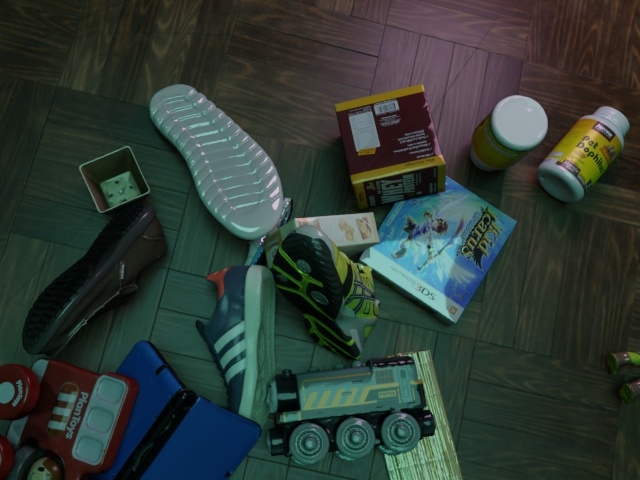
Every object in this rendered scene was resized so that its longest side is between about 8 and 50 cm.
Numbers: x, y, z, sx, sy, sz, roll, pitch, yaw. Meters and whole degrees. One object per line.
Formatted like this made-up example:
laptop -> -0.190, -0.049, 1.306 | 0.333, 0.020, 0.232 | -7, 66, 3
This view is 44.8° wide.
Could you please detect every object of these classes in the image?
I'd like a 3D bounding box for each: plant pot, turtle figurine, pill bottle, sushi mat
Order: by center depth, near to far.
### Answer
sushi mat -> 0.193, 0.388, 1.594 | 0.152, 0.019, 0.316 | -12, 80, -7
plant pot -> -0.417, -0.113, 1.596 | 0.109, 0.096, 0.109 | -25, 81, -11
turtle figurine -> 0.735, 0.276, 1.640 | 0.218, 0.087, 0.269 | -15, 80, -9
pill bottle -> 0.389, -0.218, 1.646 | 0.118, 0.208, 0.117 | 1, 78, -6
pill bottle -> 0.583, -0.193, 1.708 | 0.117, 0.117, 0.215 | 41, 77, 3

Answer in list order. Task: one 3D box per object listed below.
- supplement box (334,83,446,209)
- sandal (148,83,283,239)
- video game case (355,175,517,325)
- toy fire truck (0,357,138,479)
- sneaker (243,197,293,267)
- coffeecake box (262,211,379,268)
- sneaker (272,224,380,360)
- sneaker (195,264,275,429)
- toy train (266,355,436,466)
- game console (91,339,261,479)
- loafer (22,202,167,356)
supplement box -> 0.146, -0.192, 1.619 | 0.192, 0.129, 0.194 | -12, 66, 4
sandal -> -0.211, -0.165, 1.631 | 0.169, 0.102, 0.416 | -28, 68, -17
video game case -> 0.248, 0.005, 1.661 | 0.244, 0.061, 0.269 | 34, 76, 1
toy fire truck -> -0.486, 0.367, 1.411 | 0.254, 0.169, 0.302 | 13, 77, 19
sneaker -> -0.130, -0.014, 1.629 | 0.083, 0.071, 0.190 | 21, 73, 12
coffeecake box -> 0.000, 0.000, 1.561 | 0.186, 0.142, 0.068 | -6, 77, -33
sneaker -> 0.020, 0.079, 1.488 | 0.145, 0.384, 0.147 | 20, 62, 26
sneaker -> -0.176, 0.223, 1.549 | 0.148, 0.131, 0.349 | 1, 83, 16
toy train -> 0.056, 0.333, 1.521 | 0.334, 0.142, 0.190 | -5, 72, -6
game console -> -0.305, 0.381, 1.486 | 0.250, 0.173, 0.293 | 43, 102, 34
loafer -> -0.418, 0.091, 1.506 | 0.366, 0.134, 0.130 | -52, 124, -23
